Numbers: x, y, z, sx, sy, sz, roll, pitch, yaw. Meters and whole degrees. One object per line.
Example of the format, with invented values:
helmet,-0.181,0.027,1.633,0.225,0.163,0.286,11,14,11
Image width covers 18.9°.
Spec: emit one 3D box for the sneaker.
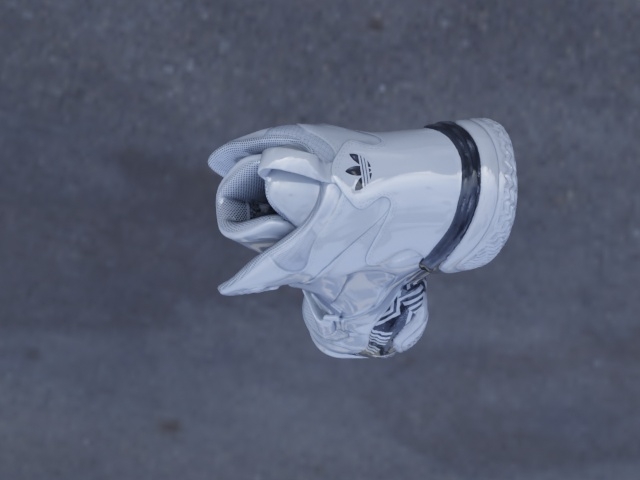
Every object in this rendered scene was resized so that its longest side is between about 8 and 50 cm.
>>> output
sneaker,0.000,0.000,1.563,0.210,0.137,0.366,2,158,-19
